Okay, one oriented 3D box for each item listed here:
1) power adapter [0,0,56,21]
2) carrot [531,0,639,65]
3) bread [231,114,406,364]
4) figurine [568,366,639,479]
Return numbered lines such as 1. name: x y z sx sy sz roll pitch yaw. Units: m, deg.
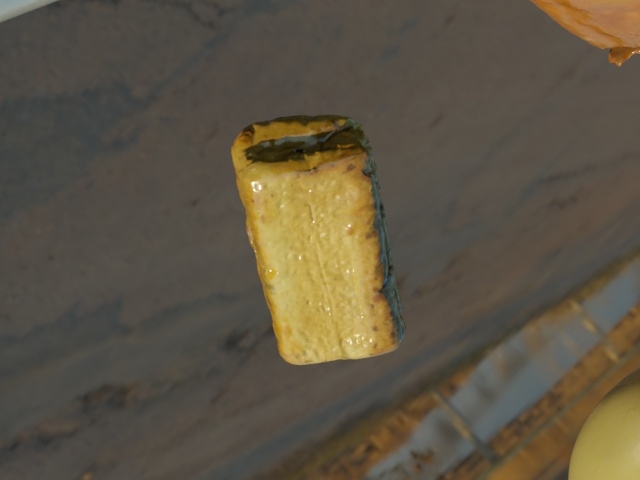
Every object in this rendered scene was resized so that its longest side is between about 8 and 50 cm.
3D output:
1. power adapter: -0.171 -0.158 0.540 0.124 0.187 0.255 -2 -159 45
2. carrot: 0.116 -0.195 0.745 0.196 0.196 0.254 -46 126 9
3. bread: 0.000 0.000 1.159 0.083 0.114 0.211 -88 171 -51
4. figurine: 0.239 0.009 0.670 0.394 0.274 0.226 -46 -151 -3
